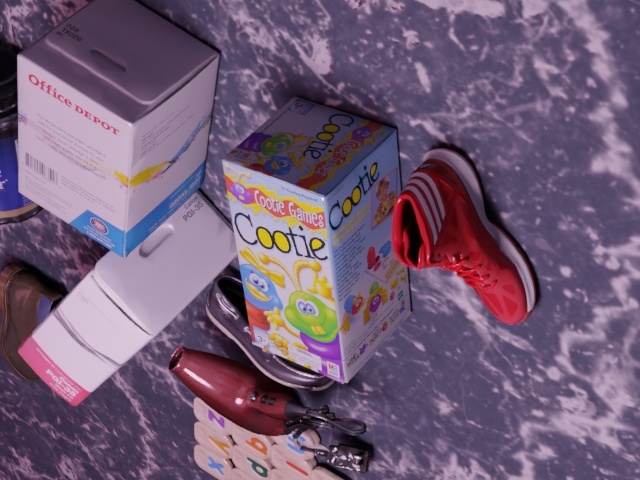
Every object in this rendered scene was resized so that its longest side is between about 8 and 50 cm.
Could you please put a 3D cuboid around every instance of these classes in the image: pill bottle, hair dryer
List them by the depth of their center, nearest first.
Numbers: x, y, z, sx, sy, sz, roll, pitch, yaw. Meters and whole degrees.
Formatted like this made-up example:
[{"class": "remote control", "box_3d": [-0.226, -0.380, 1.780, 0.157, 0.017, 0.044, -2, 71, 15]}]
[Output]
[{"class": "hair dryer", "box_3d": [-0.062, 0.203, 2.102, 0.293, 0.080, 0.223, 19, 158, 15]}, {"class": "pill bottle", "box_3d": [-0.427, -0.139, 2.125, 0.123, 0.123, 0.219, 24, 136, 26]}]

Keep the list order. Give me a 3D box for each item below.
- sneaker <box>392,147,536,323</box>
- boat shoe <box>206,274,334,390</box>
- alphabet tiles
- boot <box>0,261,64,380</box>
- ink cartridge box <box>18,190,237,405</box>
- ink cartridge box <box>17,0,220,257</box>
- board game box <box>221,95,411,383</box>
[{"class": "sneaker", "box_3d": [0.141, 0.023, 1.732, 0.087, 0.128, 0.221, -13, 114, 49]}, {"class": "boat shoe", "box_3d": [-0.065, 0.117, 2.065, 0.206, 0.075, 0.065, 36, 146, 20]}, {"class": "alphabet tiles", "box_3d": [-0.068, 0.335, 2.319, 0.278, 0.021, 0.284, 28, 140, 22]}, {"class": "boot", "box_3d": [-0.424, 0.142, 2.428, 0.106, 0.082, 0.219, 23, 136, 31]}, {"class": "ink cartridge box", "box_3d": [-0.248, 0.073, 2.086, 0.117, 0.207, 0.283, 46, 144, -3]}, {"class": "ink cartridge box", "box_3d": [-0.242, -0.140, 1.910, 0.171, 0.168, 0.232, 32, 142, 16]}, {"class": "board game box", "box_3d": [0.000, 0.000, 1.834, 0.142, 0.144, 0.275, 21, 137, 30]}]
